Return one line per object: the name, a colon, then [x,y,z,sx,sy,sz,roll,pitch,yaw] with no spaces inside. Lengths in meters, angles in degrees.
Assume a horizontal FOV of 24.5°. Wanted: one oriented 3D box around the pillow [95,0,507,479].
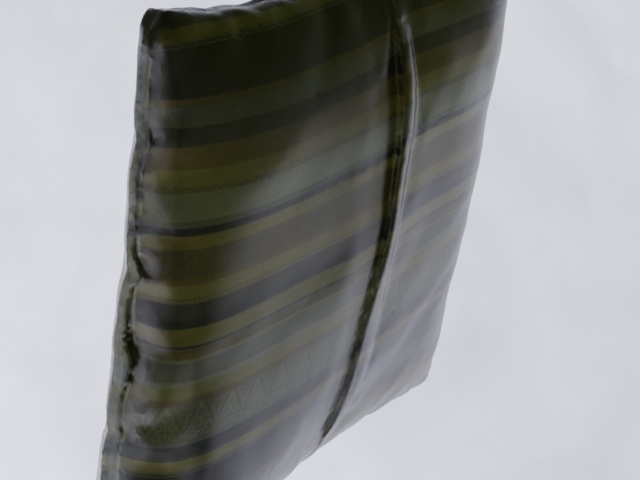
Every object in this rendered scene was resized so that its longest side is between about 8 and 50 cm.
pillow: [0.000,0.000,0.526,0.052,0.212,0.208,24,-149,29]
